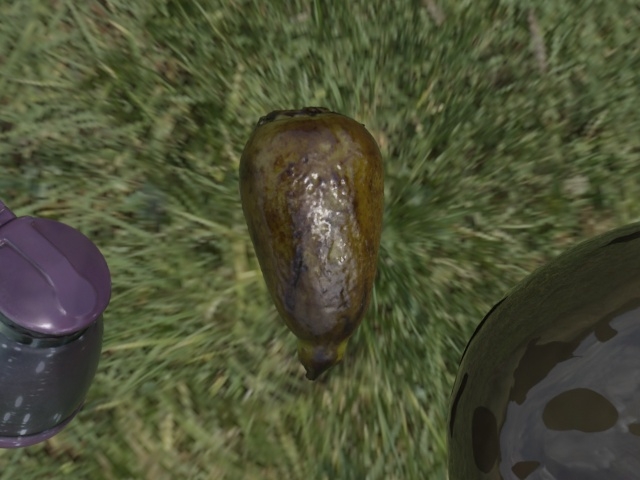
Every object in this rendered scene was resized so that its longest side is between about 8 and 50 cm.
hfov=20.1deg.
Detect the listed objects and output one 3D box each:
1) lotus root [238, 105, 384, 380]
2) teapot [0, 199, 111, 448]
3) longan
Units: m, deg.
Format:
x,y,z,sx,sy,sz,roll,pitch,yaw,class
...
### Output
x,y,z,sx,sy,sz,roll,pitch,yaw,class
0.000,0.000,1.254,0.108,0.094,0.190,-4,83,-33,lotus root
-0.187,0.037,1.109,0.116,0.146,0.148,-4,60,-29,teapot
0.170,0.100,0.734,0.248,0.248,0.248,0,90,2,longan
